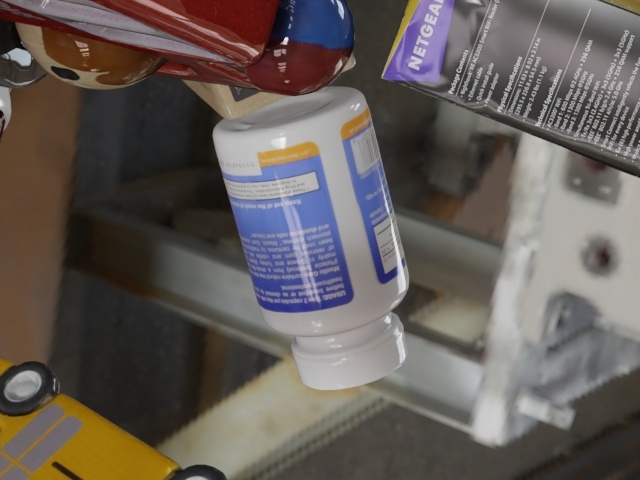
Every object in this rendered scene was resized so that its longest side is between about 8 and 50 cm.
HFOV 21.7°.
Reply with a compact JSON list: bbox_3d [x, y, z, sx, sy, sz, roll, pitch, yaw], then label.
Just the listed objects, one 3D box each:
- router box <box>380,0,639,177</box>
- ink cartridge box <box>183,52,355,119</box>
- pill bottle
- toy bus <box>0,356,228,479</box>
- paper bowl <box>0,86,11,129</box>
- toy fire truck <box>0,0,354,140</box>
[{"bbox_3d":[0.183,-0.125,0.913,0.309,0.243,0.081,-62,172,-64],"label":"router box"},{"bbox_3d":[-0.077,-0.193,0.994,0.088,0.235,0.193,-23,112,-9],"label":"ink cartridge box"},{"bbox_3d":[0.000,0.000,1.616,0.152,0.152,0.272,-32,115,-46],"label":"pill bottle"},{"bbox_3d":[-0.142,0.203,1.130,0.130,0.332,0.108,-45,139,-25],"label":"toy bus"},{"bbox_3d":[-0.479,-0.157,1.951,0.284,0.148,0.284,-33,173,-5],"label":"paper bowl"},{"bbox_3d":[-0.127,-0.104,0.648,0.302,0.254,0.169,16,90,-66],"label":"toy fire truck"}]
